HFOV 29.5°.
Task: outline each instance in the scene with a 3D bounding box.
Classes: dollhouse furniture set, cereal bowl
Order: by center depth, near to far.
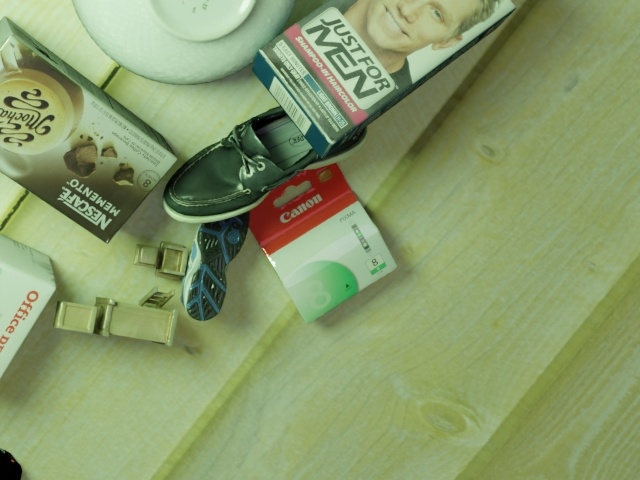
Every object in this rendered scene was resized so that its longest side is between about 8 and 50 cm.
[{"bbox_3d":[-0.177,-0.370,1.682,0.339,0.141,0.339,-8,116,-17],"label":"cereal bowl"},{"bbox_3d":[-0.315,0.069,1.882,0.182,0.101,0.161,12,84,-23],"label":"dollhouse furniture set"}]

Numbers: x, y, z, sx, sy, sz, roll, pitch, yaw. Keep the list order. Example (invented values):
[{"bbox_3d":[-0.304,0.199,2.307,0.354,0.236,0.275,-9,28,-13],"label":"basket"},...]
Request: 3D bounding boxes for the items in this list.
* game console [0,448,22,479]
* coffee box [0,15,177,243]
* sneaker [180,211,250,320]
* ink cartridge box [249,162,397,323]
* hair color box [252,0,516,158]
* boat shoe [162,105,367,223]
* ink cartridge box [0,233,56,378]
[{"bbox_3d":[-0.662,0.350,1.895,0.213,0.044,0.361,-47,119,5],"label":"game console"},{"bbox_3d":[-0.374,-0.153,1.722,0.297,0.119,0.168,38,96,-29],"label":"coffee box"},{"bbox_3d":[-0.175,0.017,1.900,0.080,0.081,0.211,22,87,-25],"label":"sneaker"},{"bbox_3d":[0.000,0.000,1.965,0.181,0.056,0.225,-32,122,-4],"label":"ink cartridge box"},{"bbox_3d":[0.091,-0.293,1.757,0.347,0.105,0.174,-38,89,-13],"label":"hair color box"},{"bbox_3d":[-0.081,-0.137,1.809,0.340,0.127,0.113,-20,155,-12],"label":"boat shoe"},{"bbox_3d":[-0.554,0.071,1.762,0.278,0.117,0.201,28,102,-28],"label":"ink cartridge box"}]
